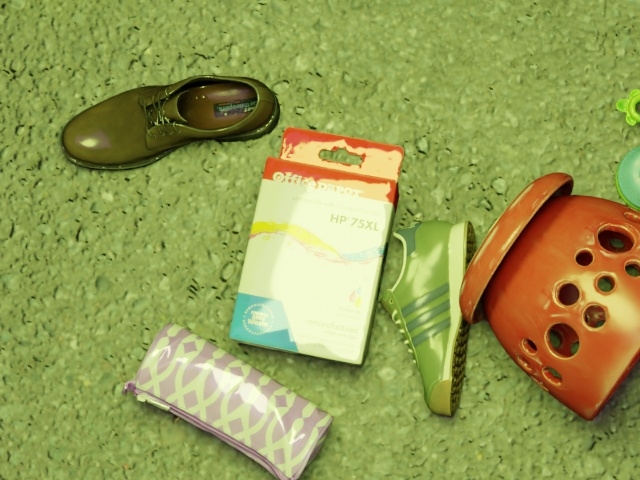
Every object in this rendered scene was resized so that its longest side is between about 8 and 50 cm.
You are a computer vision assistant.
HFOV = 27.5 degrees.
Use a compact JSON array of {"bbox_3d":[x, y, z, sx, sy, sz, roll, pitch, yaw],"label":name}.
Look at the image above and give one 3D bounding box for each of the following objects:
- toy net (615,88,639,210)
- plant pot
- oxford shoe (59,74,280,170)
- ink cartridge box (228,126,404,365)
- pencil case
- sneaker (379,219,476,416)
[{"bbox_3d":[0.410,-0.095,1.297,0.232,0.045,0.122,-2,80,3],"label":"toy net"},{"bbox_3d":[0.237,0.045,1.223,0.174,0.191,0.191,35,87,17],"label":"plant pot"},{"bbox_3d":[-0.160,-0.128,1.321,0.227,0.096,0.082,-14,83,4],"label":"oxford shoe"},{"bbox_3d":[0.000,0.000,1.299,0.134,0.078,0.231,10,83,6],"label":"ink cartridge box"},{"bbox_3d":[-0.089,0.160,1.279,0.206,0.086,0.088,27,51,9],"label":"pencil case"},{"bbox_3d":[0.101,0.073,1.294,0.086,0.064,0.192,4,86,18],"label":"sneaker"}]
